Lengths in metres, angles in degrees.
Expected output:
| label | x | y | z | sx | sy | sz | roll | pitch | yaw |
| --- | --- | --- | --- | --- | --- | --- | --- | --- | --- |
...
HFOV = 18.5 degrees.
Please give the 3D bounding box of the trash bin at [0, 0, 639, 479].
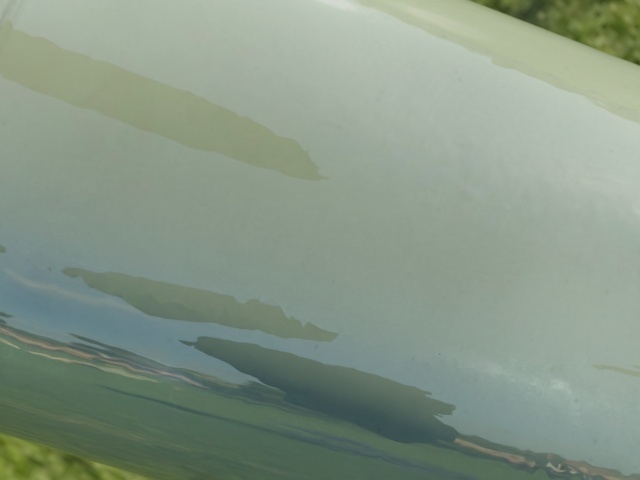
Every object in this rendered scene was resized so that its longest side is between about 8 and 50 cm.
| label | x | y | z | sx | sy | sz | roll | pitch | yaw |
| --- | --- | --- | --- | --- | --- | --- | --- | --- | --- |
| trash bin | 0.000 | 0.000 | 0.924 | 0.280 | 0.432 | 0.280 | 19 | -90 | -86 |
